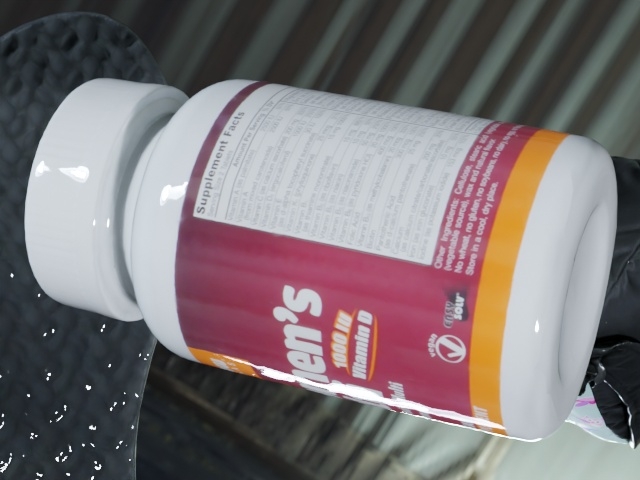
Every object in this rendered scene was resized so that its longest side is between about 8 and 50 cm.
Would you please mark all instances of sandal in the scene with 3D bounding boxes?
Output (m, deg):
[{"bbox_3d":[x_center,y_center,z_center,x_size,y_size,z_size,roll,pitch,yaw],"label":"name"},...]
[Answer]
[{"bbox_3d":[-0.174,0.088,0.894,0.167,0.446,0.107,3,-177,-14],"label":"sandal"}]

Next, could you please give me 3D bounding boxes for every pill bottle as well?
[{"bbox_3d":[0.000,0.000,0.612,0.221,0.121,0.121,11,-175,20],"label":"pill bottle"}]

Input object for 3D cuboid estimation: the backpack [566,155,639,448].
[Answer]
[{"bbox_3d":[0.176,0.044,0.930,0.115,0.152,0.182,34,163,34],"label":"backpack"}]
